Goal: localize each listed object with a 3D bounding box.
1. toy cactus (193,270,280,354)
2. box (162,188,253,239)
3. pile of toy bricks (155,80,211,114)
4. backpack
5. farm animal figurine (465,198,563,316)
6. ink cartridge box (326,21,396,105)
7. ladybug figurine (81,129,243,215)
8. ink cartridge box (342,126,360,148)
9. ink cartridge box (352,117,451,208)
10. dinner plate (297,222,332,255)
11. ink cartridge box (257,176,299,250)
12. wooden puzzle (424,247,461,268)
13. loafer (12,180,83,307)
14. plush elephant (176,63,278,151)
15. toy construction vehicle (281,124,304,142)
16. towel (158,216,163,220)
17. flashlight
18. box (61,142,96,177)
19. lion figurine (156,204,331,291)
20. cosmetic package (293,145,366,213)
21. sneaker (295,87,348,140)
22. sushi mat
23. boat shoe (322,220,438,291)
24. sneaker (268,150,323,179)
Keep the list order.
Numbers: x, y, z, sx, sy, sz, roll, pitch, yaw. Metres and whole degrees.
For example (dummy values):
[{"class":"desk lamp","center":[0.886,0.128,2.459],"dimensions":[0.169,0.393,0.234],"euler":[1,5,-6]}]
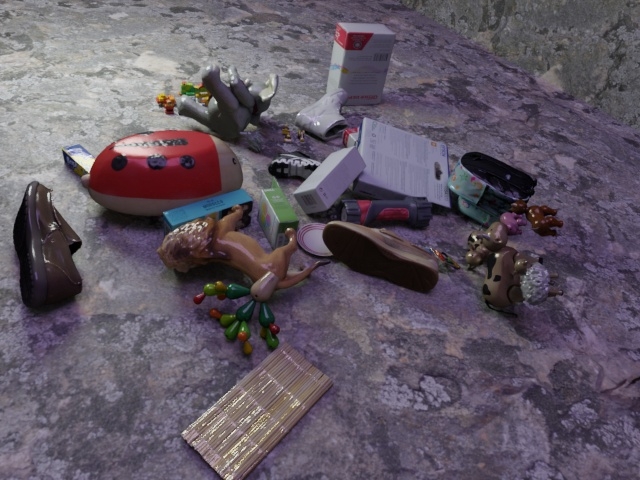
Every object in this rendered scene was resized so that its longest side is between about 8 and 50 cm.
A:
[{"class":"toy cactus","center":[-0.166,0.146,1.147],"dimensions":[0.218,0.112,0.181],"euler":[35,78,15]},{"class":"box","center":[-0.306,-0.058,1.374],"dimensions":[0.244,0.101,0.060],"euler":[-22,53,-33]},{"class":"pile of toy bricks","center":[-0.500,-0.547,1.868],"dimensions":[0.212,0.105,0.118],"euler":[-11,47,-25]},{"class":"backpack","center":[0.550,-0.176,1.654],"dimensions":[0.253,0.191,0.225],"euler":[34,39,9]},{"class":"farm animal figurine","center":[0.500,0.042,1.387],"dimensions":[0.172,0.330,0.327],"euler":[9,69,-8]},{"class":"ink cartridge box","center":[0.163,-0.741,2.103],"dimensions":[0.225,0.307,0.131],"euler":[-7,44,-21]},{"class":"ladybug figurine","center":[-0.436,-0.206,1.419],"dimensions":[0.448,0.162,0.305],"euler":[-13,45,-27]},{"class":"ink cartridge box","center":[0.167,-0.355,1.856],"dimensions":[0.109,0.063,0.151],"euler":[-13,48,-26]},{"class":"ink cartridge box","center":[0.281,-0.254,1.722],"dimensions":[0.329,0.071,0.324],"euler":[17,50,-10]},{"class":"dinner plate","center":[0.000,0.000,1.450],"dimensions":[0.141,0.017,0.141],"euler":[7,42,-6]},{"class":"ink cartridge box","center":[-0.134,-0.079,1.434],"dimensions":[0.062,0.109,0.209],"euler":[-8,45,-25]},{"class":"wooden puzzle","center":[0.358,0.049,1.453],"dimensions":[0.116,0.014,0.079],"euler":[14,27,-43]},{"class":"loafer","center":[-0.655,0.010,1.210],"dimensions":[0.130,0.134,0.366],"euler":[8,46,-42]},{"class":"plush elephant","center":[-0.283,-0.502,1.765],"dimensions":[0.330,0.271,0.256],"euler":[37,54,-15]},{"class":"toy construction vehicle","center":[-0.101,-0.399,1.858],"dimensions":[0.085,0.035,0.098],"euler":[6,41,-7]},{"class":"towel","center":[-0.411,-0.128,1.479],"dimensions":[0.144,0.029,0.197],"euler":[-3,43,-18]},{"class":"flashlight","center":[0.199,-0.075,1.533],"dimensions":[0.303,0.103,0.103],"euler":[0,38,-21]},{"class":"box","center":[-0.702,-0.225,1.495],"dimensions":[0.168,0.054,0.059],"euler":[36,46,25]},{"class":"lion figurine","center":[-0.189,0.038,1.257],"dimensions":[0.391,0.142,0.240],"euler":[18,32,13]},{"class":"cosmetic package","center":[0.031,-0.189,1.549],"dimensions":[0.117,0.086,0.231],"euler":[-6,35,50]},{"class":"sneaker","center":[0.056,-0.483,1.950],"dimensions":[0.169,0.108,0.292],"euler":[34,55,20]},{"class":"sushi mat","center":[-0.119,0.343,1.033],"dimensions":[0.151,0.019,0.316],"euler":[33,45,22]},{"class":"boat shoe","center":[0.168,0.029,1.394],"dimensions":[0.340,0.122,0.110],"euler":[26,37,0]},{"class":"sneaker","center":[-0.054,-0.254,1.676],"dimensions":[0.234,0.078,0.106],"euler":[7,44,-4]}]
